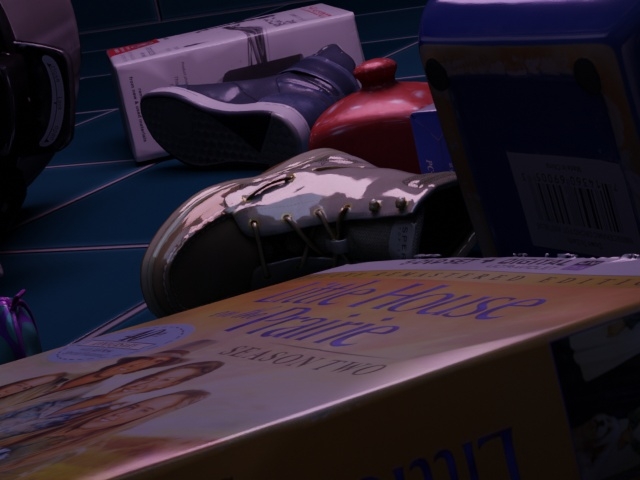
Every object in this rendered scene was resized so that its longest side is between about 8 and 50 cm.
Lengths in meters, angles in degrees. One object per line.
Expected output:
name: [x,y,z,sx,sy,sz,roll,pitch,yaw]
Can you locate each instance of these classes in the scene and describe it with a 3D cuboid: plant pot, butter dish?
plant pot: [0.200,-0.064,0.813,0.212,0.236,0.236,-26,19,-25]
butter dish: [0.054,-0.089,1.235,0.160,0.118,0.160,-6,15,18]

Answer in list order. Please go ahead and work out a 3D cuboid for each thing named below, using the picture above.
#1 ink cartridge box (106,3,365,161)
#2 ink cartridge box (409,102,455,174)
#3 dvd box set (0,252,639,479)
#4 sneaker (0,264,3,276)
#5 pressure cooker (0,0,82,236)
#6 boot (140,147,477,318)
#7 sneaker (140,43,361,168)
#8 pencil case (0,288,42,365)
ink cartridge box: [-0.095,-0.184,1.734,0.273,0.114,0.197,-13,14,-8]
ink cartridge box: [0.151,-0.078,1.155,0.046,0.097,0.207,-1,18,39]
dvd box set: [-0.098,0.086,0.527,0.420,0.062,0.308,-16,6,-24]
sneaker: [-0.316,0.025,1.016,0.150,0.135,0.366,-39,-7,-3]
pressure cooker: [-0.411,-0.139,1.324,0.370,0.375,0.420,-41,9,13]
boot: [0.000,0.000,1.028,0.165,0.077,0.213,12,32,44]
sneaker: [-0.060,-0.141,1.562,0.226,0.086,0.163,12,36,36]
pencil case: [-0.247,0.077,0.933,0.152,0.070,0.064,-10,14,2]
